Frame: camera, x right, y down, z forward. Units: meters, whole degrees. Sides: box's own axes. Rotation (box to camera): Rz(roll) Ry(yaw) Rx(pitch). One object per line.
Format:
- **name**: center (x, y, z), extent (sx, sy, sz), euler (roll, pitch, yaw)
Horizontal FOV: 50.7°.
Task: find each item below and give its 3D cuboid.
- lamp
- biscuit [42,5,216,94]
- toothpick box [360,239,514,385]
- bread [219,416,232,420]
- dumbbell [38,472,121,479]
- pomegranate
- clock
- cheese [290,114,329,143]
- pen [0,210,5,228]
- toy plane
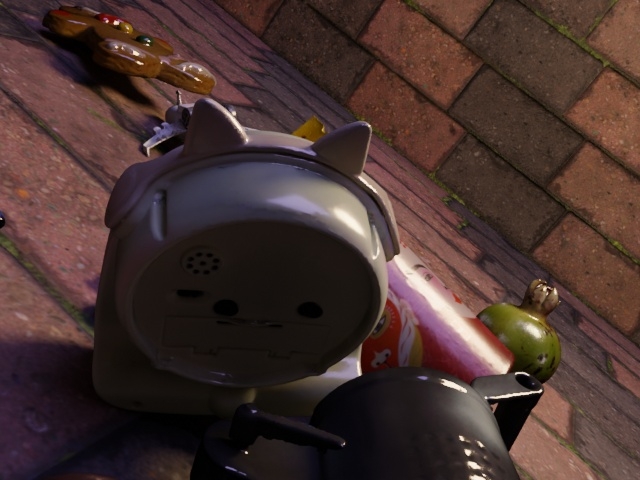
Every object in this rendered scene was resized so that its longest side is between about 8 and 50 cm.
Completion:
- **lamp**: center (0.093, 0.258, 0.581), extent (0.374, 0.205, 0.272), euler (6, 27, -28)
- **biscuit**: center (-0.416, -0.423, 1.393), extent (0.283, 0.064, 0.432), euler (5, 26, -43)
- **toothpick box**: center (0.058, 0.093, 0.870), extent (0.333, 0.204, 0.204), euler (47, 19, 6)
- **bread**: center (-0.090, 0.166, 0.720), extent (0.062, 0.049, 0.103), euler (12, 29, -52)
- **dumbbell**: center (-0.151, 0.229, 0.320), extent (0.225, 0.124, 0.140), euler (-65, 145, -70)
- **pomegranate**: center (0.377, 0.180, 1.312), extent (0.179, 0.210, 0.179), euler (10, -13, 2)
- **clock**: center (-0.063, 0.030, 0.594), extent (0.265, 0.324, 0.108), euler (5, 42, -13)
- **cheese**: center (-0.037, -0.174, 1.435), extent (0.126, 0.171, 0.093), euler (18, 26, -43)
- **pen**: center (-0.407, -0.084, 0.779), extent (0.025, 0.025, 0.204), euler (10, 32, -54)
- **toy plane**: center (-0.226, -0.214, 1.258), extent (0.251, 0.101, 0.255), euler (-12, 33, -34)
